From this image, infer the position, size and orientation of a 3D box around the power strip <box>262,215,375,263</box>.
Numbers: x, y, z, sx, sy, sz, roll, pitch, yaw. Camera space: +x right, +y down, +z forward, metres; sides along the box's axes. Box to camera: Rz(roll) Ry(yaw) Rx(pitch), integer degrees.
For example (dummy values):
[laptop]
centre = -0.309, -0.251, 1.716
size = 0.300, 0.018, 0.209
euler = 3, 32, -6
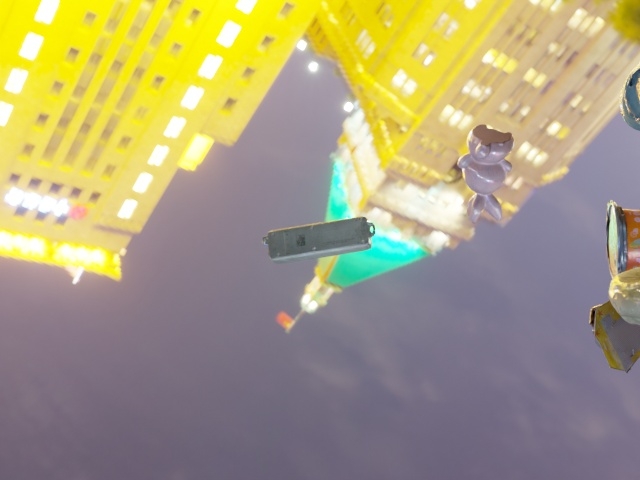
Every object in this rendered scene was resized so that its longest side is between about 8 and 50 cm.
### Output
[power strip]
centre = 0.000, -0.001, 2.044
size = 0.052, 0.272, 0.078
euler = 46, -143, -69

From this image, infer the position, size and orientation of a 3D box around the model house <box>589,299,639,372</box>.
[model house]
centre = 0.853, 0.263, 2.582
size = 0.207, 0.136, 0.219
euler = -37, -78, -21

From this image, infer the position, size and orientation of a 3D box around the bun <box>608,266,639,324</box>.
[bun]
centre = 0.648, 0.119, 1.627
size = 0.222, 0.222, 0.128
euler = -23, -74, -56

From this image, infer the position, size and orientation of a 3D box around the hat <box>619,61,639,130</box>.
[hat]
centre = 0.628, -0.275, 1.623
size = 0.191, 0.077, 0.138
euler = 117, 140, -85

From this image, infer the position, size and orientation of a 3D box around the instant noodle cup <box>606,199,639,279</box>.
[instant noodle cup]
centre = 0.724, 0.001, 1.973
size = 0.178, 0.125, 0.208
euler = 63, -152, -68

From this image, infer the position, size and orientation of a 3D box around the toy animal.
[toy animal]
centre = 0.370, -0.151, 1.989
size = 0.124, 0.213, 0.124
euler = 4, -152, -2
